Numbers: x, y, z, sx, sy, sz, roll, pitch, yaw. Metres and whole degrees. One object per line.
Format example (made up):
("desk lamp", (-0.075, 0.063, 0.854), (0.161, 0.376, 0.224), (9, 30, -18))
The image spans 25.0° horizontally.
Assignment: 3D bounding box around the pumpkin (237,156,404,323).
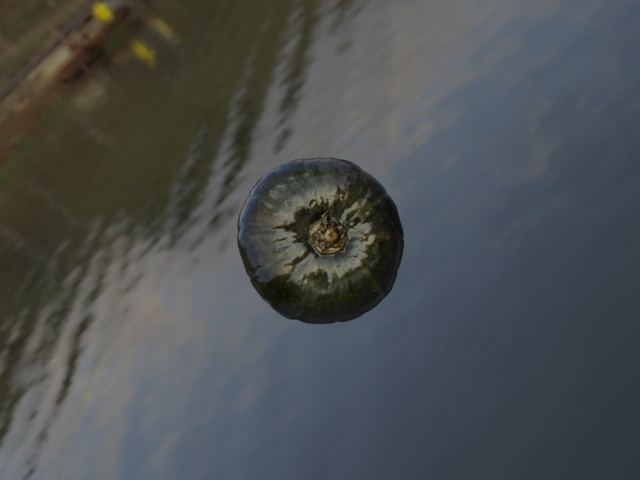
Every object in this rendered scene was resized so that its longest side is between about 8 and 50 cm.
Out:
("pumpkin", (0.000, 0.000, 1.870), (0.224, 0.223, 0.157), (-47, -2, -10))
